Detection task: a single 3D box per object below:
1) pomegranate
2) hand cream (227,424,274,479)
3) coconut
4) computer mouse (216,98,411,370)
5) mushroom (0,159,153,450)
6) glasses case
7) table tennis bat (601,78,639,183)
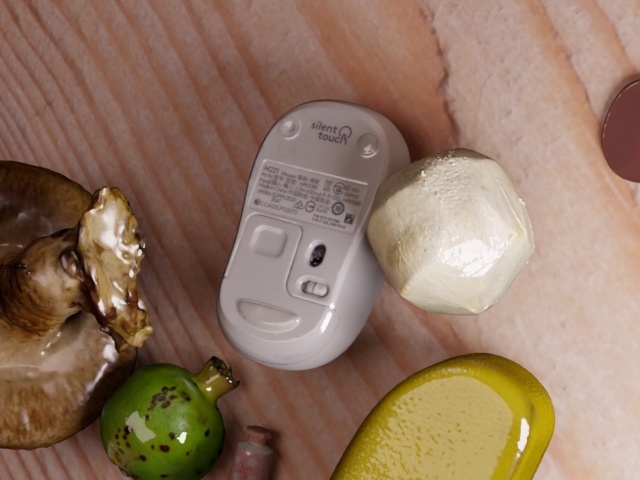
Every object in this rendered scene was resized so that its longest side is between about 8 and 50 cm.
[{"bbox_3d":[-0.168,0.209,1.811,0.169,0.122,0.143,-32,105,15],"label":"pomegranate"},{"bbox_3d":[-0.092,0.311,1.805,0.067,0.043,0.209,19,101,35],"label":"hand cream"},{"bbox_3d":[0.136,-0.002,1.608,0.161,0.161,0.162,-36,71,27],"label":"coconut"},{"bbox_3d":[0.000,0.000,1.729,0.184,0.121,0.296,9,77,29],"label":"computer mouse"},{"bbox_3d":[-0.354,0.088,1.849,0.334,0.356,0.331,-12,108,-5],"label":"mushroom"},{"bbox_3d":[0.096,0.278,1.614,0.173,0.141,0.371,29,102,19],"label":"glasses case"},{"bbox_3d":[0.332,-0.131,1.572,0.095,0.014,0.158,31,105,35],"label":"table tennis bat"}]
